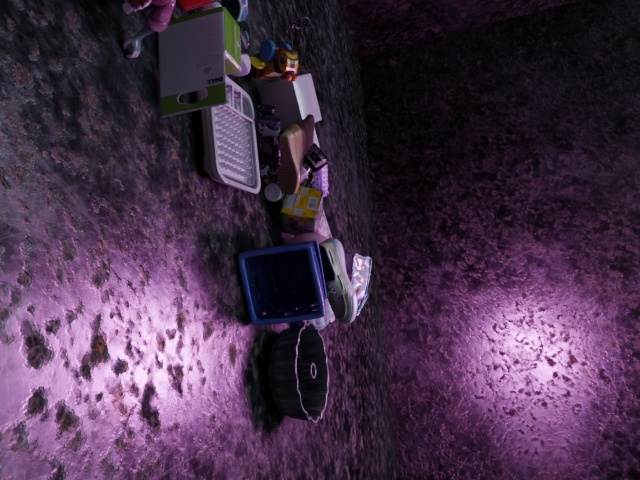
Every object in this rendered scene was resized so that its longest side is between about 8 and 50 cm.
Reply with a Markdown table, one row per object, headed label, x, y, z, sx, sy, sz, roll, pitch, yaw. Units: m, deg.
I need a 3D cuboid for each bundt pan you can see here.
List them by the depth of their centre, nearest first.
| label | x | y | z | sx | sy | sz | roll | pitch | yaw |
| --- | --- | --- | --- | --- | --- | --- | --- | --- | --- |
| bundt pan | -0.079 | 0.441 | 1.613 | 0.331 | 0.124 | 0.330 | -8 | 90 | -74 |

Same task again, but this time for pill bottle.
| label | x | y | z | sx | sy | sz | roll | pitch | yaw |
| --- | --- | --- | --- | --- | --- | --- | --- | --- | --- |
| pill bottle | -0.156 | -0.182 | 1.765 | 0.120 | 0.067 | 0.066 | -39 | 119 | -71 |

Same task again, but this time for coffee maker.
| label | x | y | z | sx | sy | sz | roll | pitch | yaw |
| --- | --- | --- | --- | --- | --- | --- | --- | --- | --- |
| coffee maker | -0.069 | -0.298 | 1.867 | 0.120 | 0.178 | 0.171 | 47 | 9 | -34 |

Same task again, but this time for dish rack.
| label | x | y | z | sx | sy | sz | roll | pitch | yaw |
| --- | --- | --- | --- | --- | --- | --- | --- | --- | --- |
| dish rack | -0.276 | -0.310 | 1.429 | 0.285 | 0.073 | 0.332 | 13 | 69 | -73 |

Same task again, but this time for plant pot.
| label | x | y | z | sx | sy | sz | roll | pitch | yaw |
| --- | --- | --- | --- | --- | --- | --- | --- | --- | --- |
| plant pot | -0.103 | 0.120 | 1.525 | 0.212 | 0.236 | 0.235 | -45 | 125 | -78 |

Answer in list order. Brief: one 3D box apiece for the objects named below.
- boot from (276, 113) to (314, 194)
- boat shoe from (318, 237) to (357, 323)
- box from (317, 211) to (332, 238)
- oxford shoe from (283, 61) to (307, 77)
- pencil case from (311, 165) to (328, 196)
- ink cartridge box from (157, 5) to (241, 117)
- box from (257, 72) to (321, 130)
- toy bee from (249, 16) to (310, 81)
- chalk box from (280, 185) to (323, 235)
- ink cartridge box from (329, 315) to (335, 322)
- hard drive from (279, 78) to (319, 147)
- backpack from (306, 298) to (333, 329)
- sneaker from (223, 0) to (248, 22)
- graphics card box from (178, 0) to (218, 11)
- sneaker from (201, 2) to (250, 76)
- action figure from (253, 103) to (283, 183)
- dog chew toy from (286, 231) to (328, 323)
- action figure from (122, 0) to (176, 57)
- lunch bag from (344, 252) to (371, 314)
| label | x | y | z | sx | sy | sz | roll | pitch | yaw |
| --- | --- | --- | --- | --- | --- | --- | --- | --- | --- |
| boot | -0.071 | -0.305 | 1.708 | 0.207 | 0.090 | 0.248 | -48 | 146 | -49 |
| boat shoe | 0.042 | 0.144 | 1.643 | 0.094 | 0.109 | 0.302 | -15 | 91 | -50 |
| box | 0.000 | 0.000 | 2.201 | 0.200 | 0.057 | 0.293 | -74 | 151 | -55 |
| oxford shoe | -0.119 | -0.792 | 2.164 | 0.227 | 0.083 | 0.096 | -59 | 134 | -66 |
| pencil case | -0.003 | -0.307 | 2.286 | 0.088 | 0.087 | 0.205 | 129 | -41 | -65 |
| ink cartridge box | -0.301 | -0.428 | 1.206 | 0.097 | 0.189 | 0.254 | 26 | 59 | -72 |
| box | -0.117 | -0.519 | 1.818 | 0.119 | 0.181 | 0.181 | -36 | 118 | -47 |
| toy bee | -0.147 | -0.607 | 1.638 | 0.298 | 0.196 | 0.162 | -19 | -98 | 66 |
| chalk box | -0.067 | -0.095 | 1.817 | 0.213 | 0.132 | 0.132 | 93 | 11 | -64 |
| ink cartridge box | -0.009 | 0.248 | 1.971 | 0.060 | 0.104 | 0.179 | -5 | 86 | -72 |
| hard drive | -0.084 | -0.497 | 2.007 | 0.233 | 0.047 | 0.352 | -141 | -148 | -65 |
| backpack | -0.008 | 0.259 | 1.852 | 0.182 | 0.152 | 0.115 | -56 | -178 | -21 |
| sneaker | -0.290 | -0.822 | 1.648 | 0.081 | 0.080 | 0.211 | 46 | 48 | -73 |
| graphics card box | -0.289 | -0.840 | 1.371 | 0.094 | 0.233 | 0.370 | 53 | 33 | -57 |
| sneaker | -0.293 | -0.659 | 1.507 | 0.268 | 0.102 | 0.152 | 63 | 23 | -60 |
| action figure | -0.181 | -0.325 | 1.677 | 0.284 | 0.099 | 0.185 | 92 | -2 | -46 |
| dog chew toy | -0.050 | 0.140 | 1.749 | 0.206 | 0.207 | 0.331 | 55 | 38 | -56 |
| action figure | -0.341 | -0.575 | 1.048 | 0.370 | 0.276 | 0.248 | -101 | 176 | -47 |
| lunch bag | 0.084 | 0.184 | 2.046 | 0.160 | 0.224 | 0.262 | 12 | 82 | -53 |
